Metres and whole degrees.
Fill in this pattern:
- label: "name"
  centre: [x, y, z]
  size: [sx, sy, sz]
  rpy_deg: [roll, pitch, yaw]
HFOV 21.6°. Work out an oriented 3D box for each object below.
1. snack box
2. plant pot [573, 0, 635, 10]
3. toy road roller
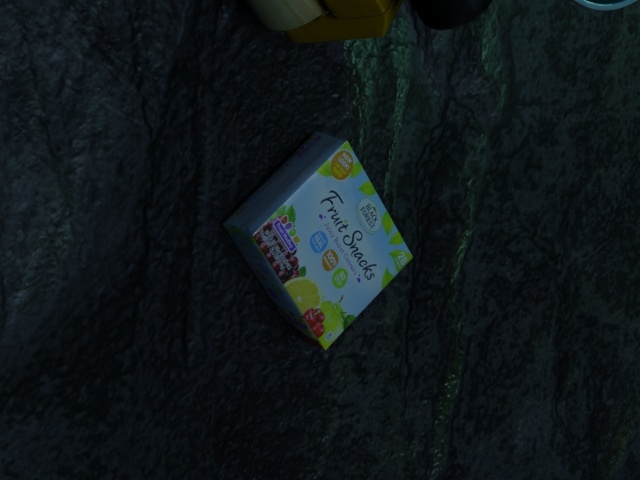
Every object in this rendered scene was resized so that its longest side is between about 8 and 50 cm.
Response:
- label: "snack box"
  centre: [0.000, 0.000, 2.056]
  size: [0.174, 0.070, 0.207]
  rpy_deg: [-45, 129, -20]
- label: "plant pot"
  centre: [0.265, -0.428, 2.020]
  size: [0.272, 0.255, 0.271]
  rpy_deg: [-14, 112, -37]
- label: "toy road roller"
  centre: [0.060, -0.371, 1.854]
  size: [0.202, 0.330, 0.240]
  rpy_deg: [55, 46, -38]
